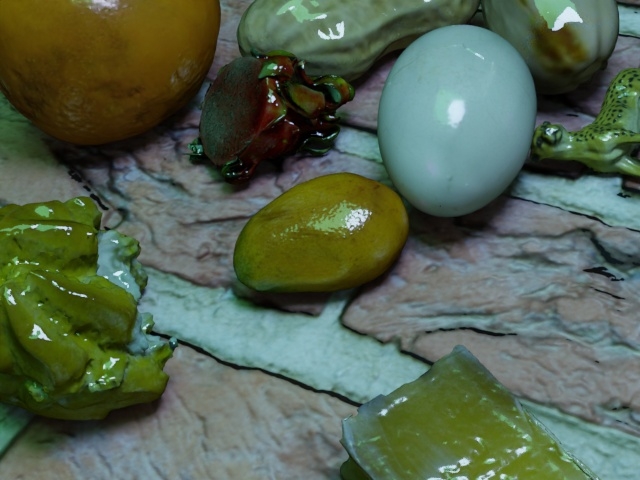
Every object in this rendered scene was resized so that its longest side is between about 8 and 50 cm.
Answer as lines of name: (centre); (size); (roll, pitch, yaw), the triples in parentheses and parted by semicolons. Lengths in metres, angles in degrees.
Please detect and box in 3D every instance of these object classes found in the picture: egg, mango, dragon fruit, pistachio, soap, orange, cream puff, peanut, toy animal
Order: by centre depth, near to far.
soap: (0.126, 0.198, 0.972); (0.135, 0.076, 0.233); (-31, 48, -17)
cream puff: (-0.242, 0.053, 1.121); (0.194, 0.195, 0.221); (-21, 44, -7)
mango: (0.001, -0.006, 1.182); (0.165, 0.089, 0.115); (-8, 56, 9)
egg: (0.128, -0.112, 1.204); (0.151, 0.151, 0.209); (2, 48, 15)
toy animal: (0.302, -0.128, 1.239); (0.136, 0.073, 0.181); (15, 56, 33)
dragon fruit: (-0.049, -0.126, 1.292); (0.175, 0.142, 0.138); (0, 86, -12)
pistachio: (0.231, -0.235, 1.303); (0.144, 0.144, 0.215); (-17, 41, -3)
orange: (-0.234, -0.235, 1.342); (0.261, 0.261, 0.261); (-6, 47, 7)
peanut: (0.046, -0.239, 1.367); (0.274, 0.111, 0.125); (-19, 51, -5)
